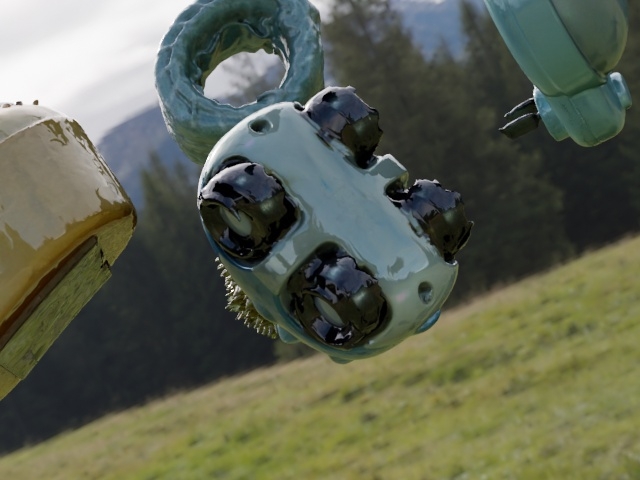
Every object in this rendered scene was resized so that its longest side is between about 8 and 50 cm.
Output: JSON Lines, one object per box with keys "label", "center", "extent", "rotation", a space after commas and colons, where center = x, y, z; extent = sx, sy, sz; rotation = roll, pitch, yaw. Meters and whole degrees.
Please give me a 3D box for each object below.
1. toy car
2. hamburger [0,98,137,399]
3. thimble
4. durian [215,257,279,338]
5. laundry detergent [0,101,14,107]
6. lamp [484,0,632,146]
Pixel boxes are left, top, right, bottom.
{"label": "toy car", "center": [0.000, 0.000, 1.295], "extent": [0.188, 0.255, 0.190], "rotation": [-43, -4, -32]}
{"label": "hamburger", "center": [-0.294, 0.018, 1.165], "extent": [0.300, 0.176, 0.300], "rotation": [-49, -6, -7]}
{"label": "thimble", "center": [-0.087, -0.198, 1.703], "extent": [0.235, 0.198, 0.143], "rotation": [-43, -16, -13]}
{"label": "durian", "center": [-0.028, 0.015, 1.904], "extent": [0.237, 0.176, 0.200], "rotation": [-41, 50, -16]}
{"label": "laundry detergent", "center": [-0.324, -0.079, 1.434], "extent": [0.063, 0.137, 0.211], "rotation": [-1, -17, 32]}
{"label": "lamp", "center": [0.236, -0.223, 1.416], "extent": [0.147, 0.284, 0.209], "rotation": [-7, 33, 13]}
